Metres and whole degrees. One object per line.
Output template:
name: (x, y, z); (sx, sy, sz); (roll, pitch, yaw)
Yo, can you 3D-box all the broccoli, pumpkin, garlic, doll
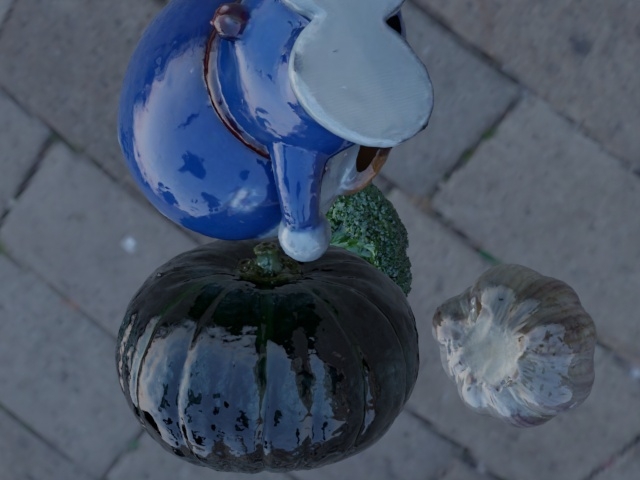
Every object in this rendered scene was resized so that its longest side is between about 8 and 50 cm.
broccoli: (0.000, 0.000, 1.608); (0.195, 0.156, 0.195); (27, 126, 45)
pumpkin: (-0.033, 0.068, 1.106); (0.202, 0.202, 0.140); (14, 113, 20)
garlic: (0.180, 0.094, 1.521); (0.159, 0.102, 0.147); (-5, 89, 43)
doll: (-0.017, -0.094, 0.989); (0.161, 0.215, 0.257); (8, 169, -24)
